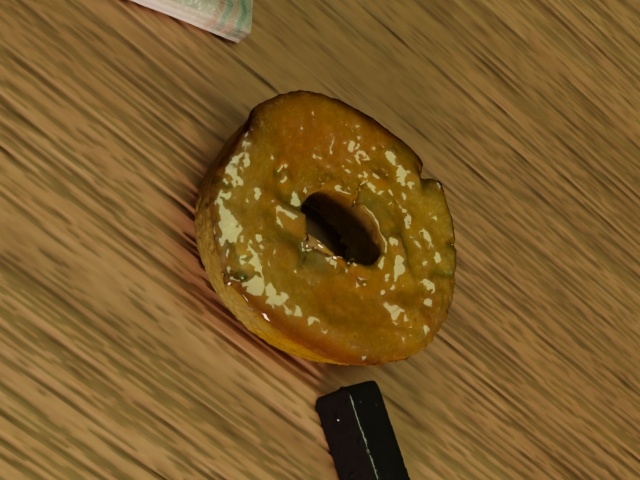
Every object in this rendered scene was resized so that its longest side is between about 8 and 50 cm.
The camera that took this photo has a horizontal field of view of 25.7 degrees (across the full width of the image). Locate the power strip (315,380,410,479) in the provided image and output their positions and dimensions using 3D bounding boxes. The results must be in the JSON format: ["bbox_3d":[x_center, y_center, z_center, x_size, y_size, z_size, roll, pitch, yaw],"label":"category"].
[{"bbox_3d":[0.032,0.141,0.847,0.029,0.038,0.111,-11,79,-41],"label":"power strip"}]

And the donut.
[{"bbox_3d":[0.000,0.000,0.867,0.178,0.065,0.162,44,56,-16],"label":"donut"}]

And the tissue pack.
[{"bbox_3d":[-0.091,-0.169,0.892,0.108,0.023,0.056,16,63,-31],"label":"tissue pack"}]
